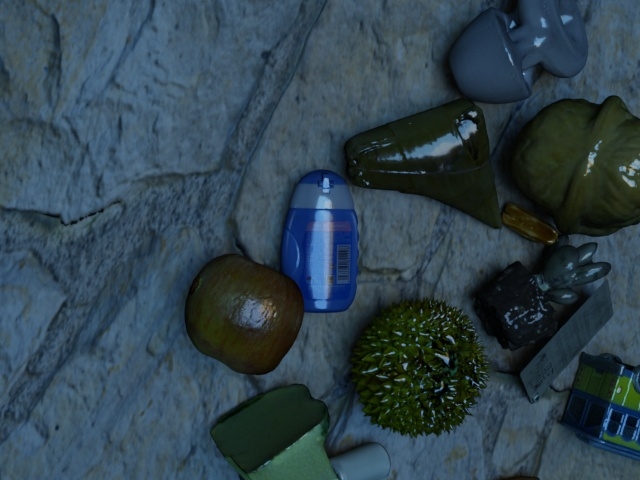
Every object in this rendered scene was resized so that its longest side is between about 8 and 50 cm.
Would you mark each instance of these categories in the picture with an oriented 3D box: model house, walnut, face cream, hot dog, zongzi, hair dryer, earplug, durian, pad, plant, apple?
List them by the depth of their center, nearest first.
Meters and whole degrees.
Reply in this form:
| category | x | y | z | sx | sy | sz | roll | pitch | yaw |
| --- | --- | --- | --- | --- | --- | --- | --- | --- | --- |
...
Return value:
| category | x | y | z | sx | sy | sz | roll | pitch | yaw |
| --- | --- | --- | --- | --- | --- | --- | --- | --- | --- |
| apple | -0.134 | 0.127 | 1.365 | 0.211 | 0.211 | 0.188 | 28 | 84 | -14 |
| model house | -0.062 | 0.393 | 1.411 | 0.195 | 0.214 | 0.189 | -31 | 112 | -22 |
| durian | 0.176 | 0.237 | 1.453 | 0.291 | 0.224 | 0.291 | -19 | 116 | -45 |
| face cream | 0.000 | 0.000 | 1.457 | 0.149 | 0.083 | 0.264 | 1 | 92 | -15 |
| walnut | 0.511 | -0.139 | 1.474 | 0.253 | 0.277 | 0.282 | -45 | 73 | 12 |
| hair dryer | 0.052 | 0.508 | 1.495 | 0.131 | 0.073 | 0.237 | -7 | 113 | -43 |
| zongzi | 0.202 | -0.099 | 1.499 | 0.273 | 0.145 | 0.300 | -19 | 121 | 1 |
| earplug | 0.392 | -0.383 | 1.509 | 0.325 | 0.175 | 0.214 | -34 | 103 | -20 |
| plant | 0.440 | 0.098 | 1.542 | 0.274 | 0.149 | 0.146 | -35 | 63 | -15 |
| hot dog | 0.417 | -0.030 | 1.564 | 0.133 | 0.041 | 0.056 | 33 | 108 | 21 |
| pad | 0.504 | 0.209 | 1.584 | 0.265 | 0.009 | 0.159 | -45 | 140 | -9 |

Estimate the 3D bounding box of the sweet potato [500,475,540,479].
| category | x | y | z | sx | sy | sz | roll | pitch | yaw |
| --- | --- | --- | --- | --- | --- | --- | --- | --- | --- |
| sweet potato | 0.332 | 0.543 | 1.575 | 0.255 | 0.058 | 0.078 | -33 | 70 | -18 |

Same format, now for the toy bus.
| category | x | y | z | sx | sy | sz | roll | pitch | yaw |
| --- | --- | --- | --- | --- | --- | --- | --- | --- | --- |
| toy bus | 0.678 | 0.359 | 1.612 | 0.312 | 0.152 | 0.190 | 19 | 87 | -14 |
